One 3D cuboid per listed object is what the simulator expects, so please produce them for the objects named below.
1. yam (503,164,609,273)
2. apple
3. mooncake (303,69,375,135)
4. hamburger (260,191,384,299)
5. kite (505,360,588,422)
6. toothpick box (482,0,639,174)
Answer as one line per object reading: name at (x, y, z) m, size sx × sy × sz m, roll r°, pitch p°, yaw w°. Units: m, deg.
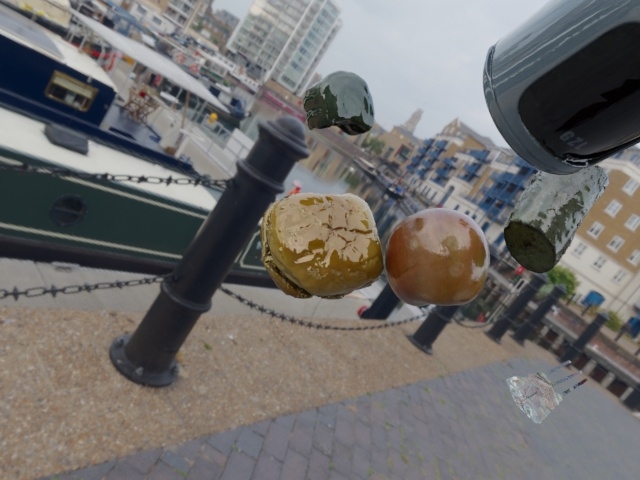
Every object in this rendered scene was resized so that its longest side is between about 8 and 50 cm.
yam at (0.504, -0.068, 1.020) m, size 0.154 × 0.254 × 0.154 m, roll 38°, pitch -17°, yaw 14°
apple at (0.267, 0.052, 1.096) m, size 0.253 × 0.253 × 0.253 m, roll 32°, pitch 12°, yaw -8°
mooncake at (0.045, -0.312, 1.117) m, size 0.175 × 0.168 × 0.104 m, roll 34°, pitch -27°, yaw -28°
hamburger at (0.000, 0.000, 1.139) m, size 0.319 × 0.158 × 0.318 m, roll 12°, pitch 59°, yaw -21°
kite at (0.603, 0.380, 1.239) m, size 0.229 × 0.016 × 0.127 m, roll -21°, pitch 60°, yaw -20°
toothpick box at (0.413, -0.263, 0.587) m, size 0.263 × 0.263 × 0.355 m, roll 30°, pitch -26°, yaw -16°
